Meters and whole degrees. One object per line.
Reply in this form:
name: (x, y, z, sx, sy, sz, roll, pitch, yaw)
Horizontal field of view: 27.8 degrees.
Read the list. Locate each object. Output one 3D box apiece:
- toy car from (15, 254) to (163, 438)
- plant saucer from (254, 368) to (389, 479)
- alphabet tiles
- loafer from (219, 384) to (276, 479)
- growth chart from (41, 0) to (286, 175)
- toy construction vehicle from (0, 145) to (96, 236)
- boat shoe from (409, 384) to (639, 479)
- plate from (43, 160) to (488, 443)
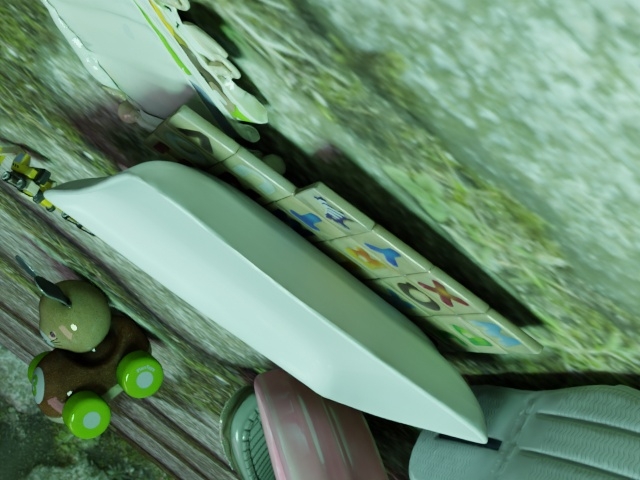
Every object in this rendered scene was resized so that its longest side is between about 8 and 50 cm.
toy car: (-0.293, 0.104, 1.484, 0.155, 0.149, 0.188, 31, 153, 55)
plant saucer: (0.023, 0.267, 1.129, 0.332, 0.084, 0.332, 164, 90, -84)
alphabet tiles: (0.000, 0.000, 0.781, 0.237, 0.009, 0.198, 36, 167, -12)
loafer: (-0.071, 0.221, 1.398, 0.087, 0.094, 0.251, 28, 159, 23)
growth chart: (-0.102, -0.114, 0.712, 0.172, 0.021, 0.237, 25, 159, 33)
toy construction vehicle: (-0.244, -0.048, 1.154, 0.098, 0.035, 0.086, 24, 170, 44)
boat shoe: (0.170, 0.153, 0.757, 0.119, 0.121, 0.335, 31, 175, -16)
plate: (-0.040, 0.030, 0.868, 0.277, 0.045, 0.278, 38, 166, -18)
